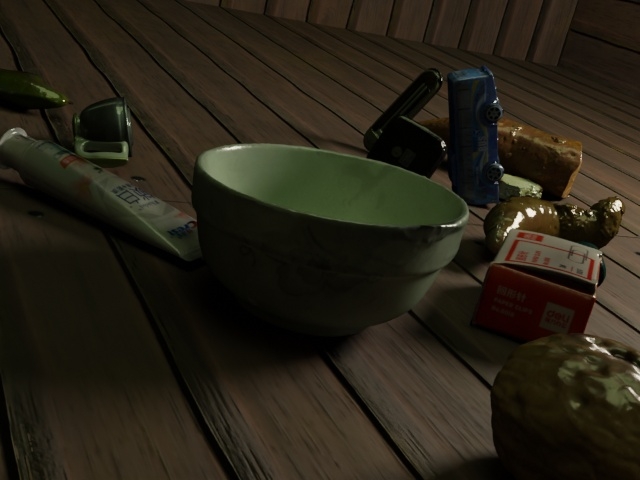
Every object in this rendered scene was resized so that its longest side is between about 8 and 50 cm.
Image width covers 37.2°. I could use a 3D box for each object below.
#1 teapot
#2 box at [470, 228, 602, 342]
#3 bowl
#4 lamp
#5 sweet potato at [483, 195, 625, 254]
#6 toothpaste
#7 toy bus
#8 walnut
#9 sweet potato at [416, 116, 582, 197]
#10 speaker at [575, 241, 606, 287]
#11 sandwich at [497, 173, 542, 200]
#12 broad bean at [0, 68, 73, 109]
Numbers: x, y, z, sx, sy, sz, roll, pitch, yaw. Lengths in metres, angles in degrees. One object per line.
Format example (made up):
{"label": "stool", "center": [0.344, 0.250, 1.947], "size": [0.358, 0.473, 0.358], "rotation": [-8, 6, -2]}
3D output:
{"label": "teapot", "center": [-0.325, -0.162, 1.411], "size": [0.091, 0.092, 0.124], "rotation": [-7, 17, -9]}
{"label": "box", "center": [0.277, 0.057, 1.194], "size": [0.133, 0.099, 0.182], "rotation": [18, 19, 15]}
{"label": "bowl", "center": [0.000, 0.000, 1.070], "size": [0.307, 0.163, 0.307], "rotation": [11, 20, -4]}
{"label": "lamp", "center": [0.176, -0.203, 1.710], "size": [0.125, 0.203, 0.283], "rotation": [32, 14, -7]}
{"label": "sweet potato", "center": [0.338, -0.021, 1.449], "size": [0.310, 0.098, 0.124], "rotation": [-5, 2, -32]}
{"label": "toothpaste", "center": [-0.269, -0.053, 1.196], "size": [0.323, 0.066, 0.100], "rotation": [26, 23, 18]}
{"label": "toy bus", "center": [0.266, -0.179, 1.643], "size": [0.094, 0.236, 0.079], "rotation": [-3, 22, 5]}
{"label": "walnut", "center": [0.237, 0.162, 0.819], "size": [0.155, 0.155, 0.184], "rotation": [-7, 23, -45]}
{"label": "sweet potato", "center": [0.344, -0.183, 1.862], "size": [0.337, 0.131, 0.131], "rotation": [20, 21, 18]}
{"label": "speaker", "center": [0.364, 0.043, 1.379], "size": [0.095, 0.060, 0.075], "rotation": [-18, 13, 16]}
{"label": "sandwich", "center": [0.365, -0.093, 1.760], "size": [0.105, 0.035, 0.093], "rotation": [10, 19, -14]}
{"label": "broad bean", "center": [-0.560, -0.270, 1.593], "size": [0.325, 0.067, 0.075], "rotation": [16, -11, 12]}
